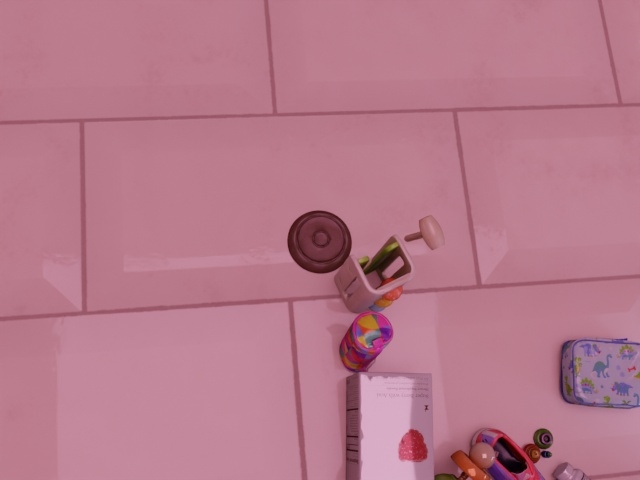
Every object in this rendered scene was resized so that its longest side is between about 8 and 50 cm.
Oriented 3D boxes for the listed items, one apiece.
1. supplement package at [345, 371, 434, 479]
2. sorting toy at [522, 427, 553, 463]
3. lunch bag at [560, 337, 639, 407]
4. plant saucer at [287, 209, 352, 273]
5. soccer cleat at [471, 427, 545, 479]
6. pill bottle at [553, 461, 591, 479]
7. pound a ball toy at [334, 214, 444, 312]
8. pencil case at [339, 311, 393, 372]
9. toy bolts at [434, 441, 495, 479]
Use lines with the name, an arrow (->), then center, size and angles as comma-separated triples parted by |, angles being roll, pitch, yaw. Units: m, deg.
supplement package -> 0.158, 0.460, 1.727 | 0.177, 0.175, 0.293 | 2, 76, -8
sorting toy -> 0.547, 0.513, 1.838 | 0.102, 0.042, 0.061 | -43, 85, -16
lunch bag -> 0.724, 0.334, 1.884 | 0.218, 0.090, 0.176 | 4, 76, -7
plant saucer -> 0.000, 0.000, 1.901 | 0.168, 0.029, 0.169 | 2, 76, -8
soccer cleat -> 0.490, 0.584, 1.772 | 0.108, 0.116, 0.318 | -37, 83, -16
pill bottle -> 0.631, 0.602, 1.813 | 0.120, 0.067, 0.067 | 45, 74, 5
pound a ball toy -> 0.169, 0.075, 1.754 | 0.208, 0.319, 0.136 | -25, 80, -14
pencil case -> 0.105, 0.244, 1.752 | 0.104, 0.236, 0.105 | 2, 67, -4
toy bolts -> 0.392, 0.583, 1.662 | 0.228, 0.218, 0.158 | 43, 91, -15
